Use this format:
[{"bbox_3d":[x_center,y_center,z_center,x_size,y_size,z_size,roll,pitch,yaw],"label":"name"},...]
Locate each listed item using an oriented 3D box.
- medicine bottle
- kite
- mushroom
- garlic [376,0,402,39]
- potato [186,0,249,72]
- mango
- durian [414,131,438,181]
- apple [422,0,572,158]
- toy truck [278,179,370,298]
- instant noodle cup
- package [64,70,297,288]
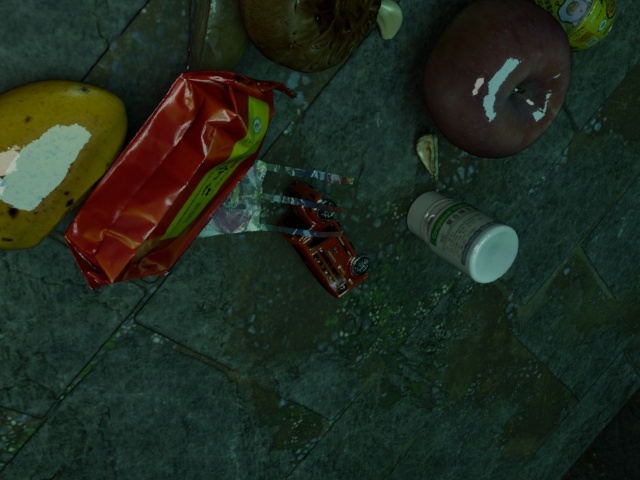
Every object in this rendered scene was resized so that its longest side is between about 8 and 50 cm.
[{"bbox_3d":[0.306,-0.016,1.294,0.139,0.237,0.139,-14,121,-24],"label":"medicine bottle"},{"bbox_3d":[-0.121,-0.085,1.059,0.361,0.022,0.204,5,108,-11],"label":"kite"},{"bbox_3d":[-0.004,-0.405,0.919,0.297,0.163,0.278,-21,122,-55],"label":"mushroom"},{"bbox_3d":[0.127,-0.419,1.099,0.053,0.041,0.083,-33,135,-6],"label":"garlic"},{"bbox_3d":[-0.145,-0.353,0.928,0.121,0.100,0.261,-6,118,-29],"label":"potato"},{"bbox_3d":[-0.412,-0.124,0.851,0.290,0.160,0.191,-43,111,-4],"label":"mango"},{"bbox_3d":[0.245,-0.189,1.277,0.052,0.066,0.130,-30,136,-14],"label":"durian"},{"bbox_3d":[0.336,-0.318,1.154,0.306,0.235,0.305,-13,124,-20],"label":"apple"},{"bbox_3d":[0.000,0.000,1.200,0.114,0.107,0.252,-41,128,-8],"label":"toy truck"},{"bbox_3d":[0.521,-0.484,1.225,0.144,0.182,0.182,5,112,-42],"label":"instant noodle cup"},{"bbox_3d":[-0.218,-0.104,0.928,0.423,0.123,0.196,-50,173,12],"label":"package"}]
